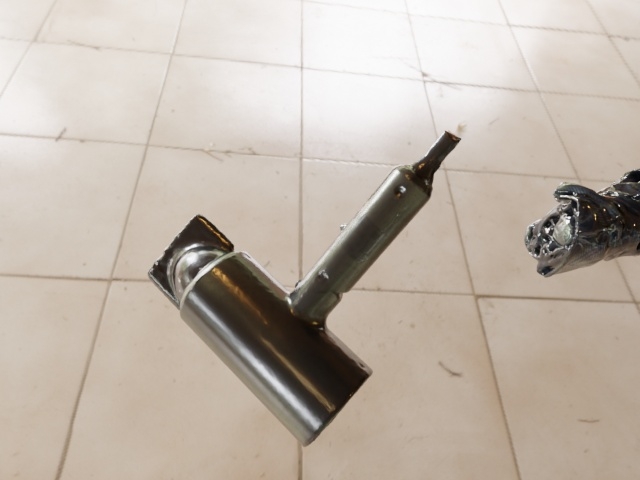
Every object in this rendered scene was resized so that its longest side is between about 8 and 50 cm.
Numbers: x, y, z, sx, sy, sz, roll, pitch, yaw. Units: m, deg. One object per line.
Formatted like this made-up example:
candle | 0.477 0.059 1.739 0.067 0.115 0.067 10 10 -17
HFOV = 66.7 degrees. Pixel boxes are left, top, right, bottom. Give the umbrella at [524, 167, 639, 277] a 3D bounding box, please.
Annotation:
umbrella | 0.277 -0.018 0.391 0.224 0.080 0.071 -1 56 -11

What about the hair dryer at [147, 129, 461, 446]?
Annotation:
hair dryer | 0.000 0.000 0.376 0.195 0.078 0.248 43 98 13
